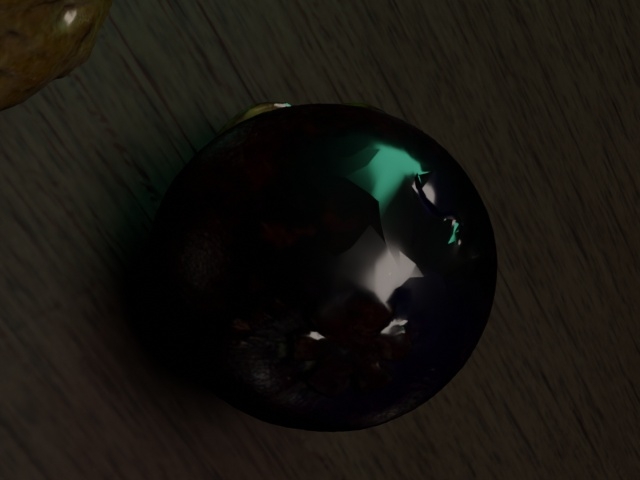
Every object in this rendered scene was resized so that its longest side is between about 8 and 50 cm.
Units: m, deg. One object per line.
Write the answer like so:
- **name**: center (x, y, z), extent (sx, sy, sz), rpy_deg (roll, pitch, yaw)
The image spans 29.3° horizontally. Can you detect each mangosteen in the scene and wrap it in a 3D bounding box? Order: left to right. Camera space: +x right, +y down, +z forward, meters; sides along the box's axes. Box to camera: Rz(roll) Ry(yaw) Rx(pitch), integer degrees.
- **mangosteen**: center (0.000, 0.000, 0.705), extent (0.194, 0.194, 0.230), rpy_deg (55, 15, -30)

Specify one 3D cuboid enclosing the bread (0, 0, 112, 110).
- **bread**: center (-0.177, -0.166, 0.543), extent (0.230, 0.123, 0.230), rpy_deg (2, 87, -49)
